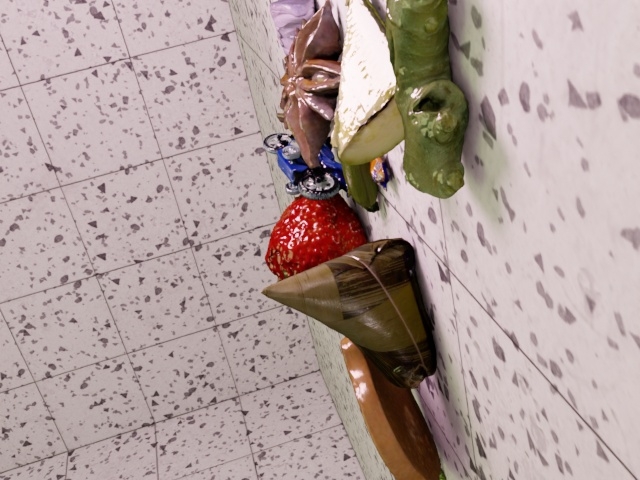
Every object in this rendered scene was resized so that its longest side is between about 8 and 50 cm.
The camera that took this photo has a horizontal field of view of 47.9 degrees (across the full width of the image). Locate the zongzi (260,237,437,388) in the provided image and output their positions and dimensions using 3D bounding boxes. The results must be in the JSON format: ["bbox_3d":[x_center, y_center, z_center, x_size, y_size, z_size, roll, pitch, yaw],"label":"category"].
[{"bbox_3d":[0.058,0.167,1.321,0.154,0.317,0.290,-6,102,61],"label":"zongzi"}]

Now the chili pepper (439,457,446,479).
[{"bbox_3d":[0.271,0.525,1.635,0.027,0.022,0.083,-23,-83,-64],"label":"chili pepper"}]

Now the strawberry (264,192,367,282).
[{"bbox_3d":[0.000,0.000,1.745,0.257,0.257,0.277,92,-167,-68],"label":"strawberry"}]

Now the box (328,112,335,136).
[{"bbox_3d":[0.002,-0.263,1.642,0.154,0.083,0.040,-126,22,-71],"label":"box"}]

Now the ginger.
[{"bbox_3d":[0.131,-0.188,0.873,0.137,0.089,0.290,-74,-23,-69],"label":"ginger"}]

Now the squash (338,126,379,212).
[{"bbox_3d":[0.074,-0.153,1.421,0.066,0.066,0.252,-117,12,-55],"label":"squash"}]

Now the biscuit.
[{"bbox_3d":[0.144,0.353,1.515,0.385,0.062,0.365,42,-156,-60],"label":"biscuit"}]

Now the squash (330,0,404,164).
[{"bbox_3d":[0.063,-0.256,1.113,0.169,0.093,0.252,-45,49,29],"label":"squash"}]

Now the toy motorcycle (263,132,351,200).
[{"bbox_3d":[-0.014,-0.187,1.699,0.315,0.168,0.113,-128,28,-46],"label":"toy motorcycle"}]

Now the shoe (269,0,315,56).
[{"bbox_3d":[-0.052,-0.466,1.601,0.245,0.095,0.138,-124,15,-77],"label":"shoe"}]

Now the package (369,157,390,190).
[{"bbox_3d":[0.107,-0.135,1.347,0.111,0.033,0.077,-109,-3,-57],"label":"package"}]

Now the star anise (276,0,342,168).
[{"bbox_3d":[-0.016,-0.316,1.460,0.350,0.108,0.293,112,157,-43],"label":"star anise"}]
